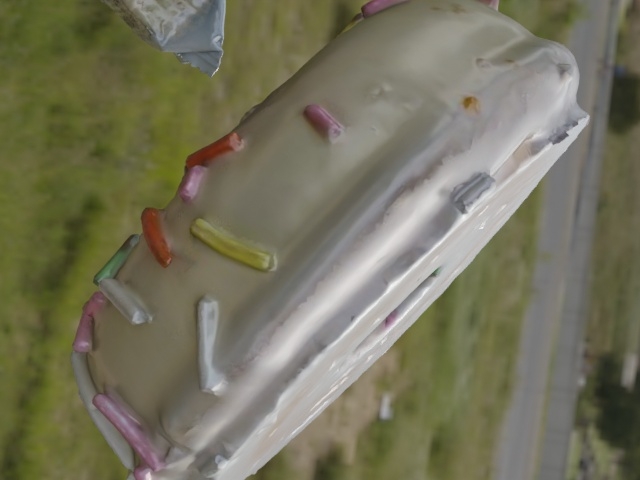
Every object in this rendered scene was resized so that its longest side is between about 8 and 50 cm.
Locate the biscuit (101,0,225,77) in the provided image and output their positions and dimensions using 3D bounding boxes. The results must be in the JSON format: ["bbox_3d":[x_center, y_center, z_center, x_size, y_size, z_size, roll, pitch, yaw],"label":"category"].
[{"bbox_3d":[-0.185,-0.259,1.309,0.079,0.309,0.186,-45,-164,-5],"label":"biscuit"}]

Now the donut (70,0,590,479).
[{"bbox_3d":[0.000,0.000,1.050,0.382,0.142,0.382,-44,171,-8],"label":"donut"}]
